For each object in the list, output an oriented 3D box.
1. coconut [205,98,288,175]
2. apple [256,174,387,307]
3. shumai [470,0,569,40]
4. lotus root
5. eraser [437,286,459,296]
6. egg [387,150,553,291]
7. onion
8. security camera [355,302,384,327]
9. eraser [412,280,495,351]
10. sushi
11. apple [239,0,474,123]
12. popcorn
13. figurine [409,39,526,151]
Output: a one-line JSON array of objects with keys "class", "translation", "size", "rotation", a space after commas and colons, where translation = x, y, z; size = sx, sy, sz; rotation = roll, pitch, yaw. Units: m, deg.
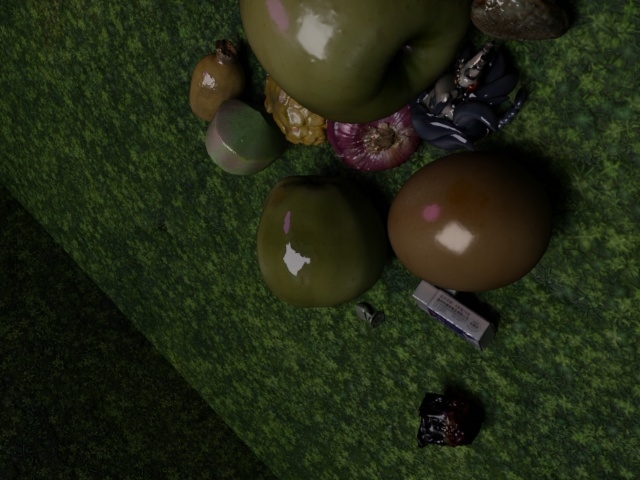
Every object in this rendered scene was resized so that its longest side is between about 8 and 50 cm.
[{"class": "coconut", "translation": [-0.205, -0.289, 2.154], "size": [0.236, 0.204, 0.236], "rotation": [26, 143, 21]}, {"class": "apple", "translation": [0.000, 0.000, 2.051], "size": [0.357, 0.357, 0.357], "rotation": [29, 137, 31]}, {"class": "shumai", "translation": [0.374, -0.449, 1.428], "size": [0.161, 0.209, 0.153], "rotation": [20, 101, 57]}, {"class": "lotus root", "translation": [-0.293, -0.428, 2.199], "size": [0.303, 0.146, 0.131], "rotation": [123, 143, -56]}, {"class": "eraser", "translation": [0.324, 0.031, 1.941], "size": [0.095, 0.052, 0.225], "rotation": [34, 139, 29]}, {"class": "egg", "translation": [0.312, -0.041, 1.681], "size": [0.374, 0.301, 0.301], "rotation": [3, 120, 42]}, {"class": "onion", "translation": [0.125, -0.278, 1.827], "size": [0.163, 0.230, 0.230], "rotation": [-106, 15, -46]}, {"class": "security camera", "translation": [0.140, 0.215, 2.311], "size": [0.092, 0.058, 0.058], "rotation": [33, 141, 45]}, {"class": "eraser", "translation": [0.341, 0.191, 2.002], "size": [0.210, 0.068, 0.124], "rotation": [34, 174, 26]}, {"class": "sushi", "translation": [0.367, 0.507, 2.190], "size": [0.150, 0.153, 0.172], "rotation": [14, 139, 26]}, {"class": "apple", "translation": [0.060, -0.470, 1.522], "size": [0.473, 0.473, 0.473], "rotation": [29, 137, 31]}, {"class": "popcorn", "translation": [-0.035, -0.349, 1.917], "size": [0.250, 0.190, 0.250], "rotation": [172, 90, -68]}, {"class": "figurine", "translation": [0.301, -0.290, 1.615], "size": [0.265, 0.175, 0.197], "rotation": [-6, 119, 59]}]
